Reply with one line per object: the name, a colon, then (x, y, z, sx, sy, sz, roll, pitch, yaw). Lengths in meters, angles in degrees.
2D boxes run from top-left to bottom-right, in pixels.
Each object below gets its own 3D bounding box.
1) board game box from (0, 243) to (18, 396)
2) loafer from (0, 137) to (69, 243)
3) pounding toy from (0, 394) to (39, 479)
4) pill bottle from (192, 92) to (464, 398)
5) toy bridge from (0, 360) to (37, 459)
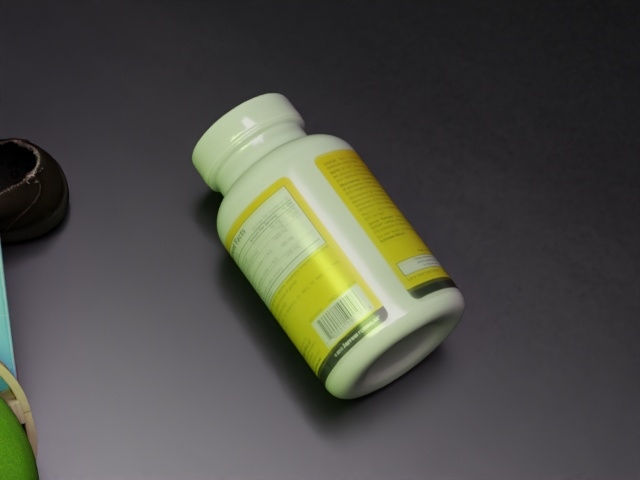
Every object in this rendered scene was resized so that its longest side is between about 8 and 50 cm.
board game box: (-0.338, -0.038, 1.060, 0.301, 0.308, 0.086, -7, 24, -10)
loafer: (-0.269, -0.032, 1.175, 0.220, 0.078, 0.080, -13, 67, -12)
pounding toy: (-0.262, 0.130, 1.011, 0.183, 0.110, 0.237, -19, 109, 12)
pill bottle: (0.000, 0.000, 1.176, 0.103, 0.103, 0.184, -30, 72, -18)
toy bridge: (-0.200, 0.103, 1.082, 0.063, 0.026, 0.188, -19, 112, -16)
